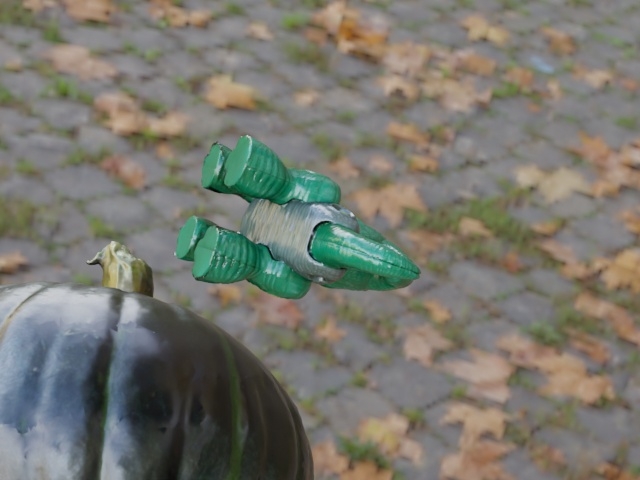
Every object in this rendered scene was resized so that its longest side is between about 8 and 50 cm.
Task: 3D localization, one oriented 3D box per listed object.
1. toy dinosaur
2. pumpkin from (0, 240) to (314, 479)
[{"bbox_3d":[0.000,0.000,0.655,0.096,0.059,0.132,18,0,-22],"label":"toy dinosaur"},{"bbox_3d":[-0.122,0.106,0.873,0.250,0.216,0.250,10,-10,2],"label":"pumpkin"}]
